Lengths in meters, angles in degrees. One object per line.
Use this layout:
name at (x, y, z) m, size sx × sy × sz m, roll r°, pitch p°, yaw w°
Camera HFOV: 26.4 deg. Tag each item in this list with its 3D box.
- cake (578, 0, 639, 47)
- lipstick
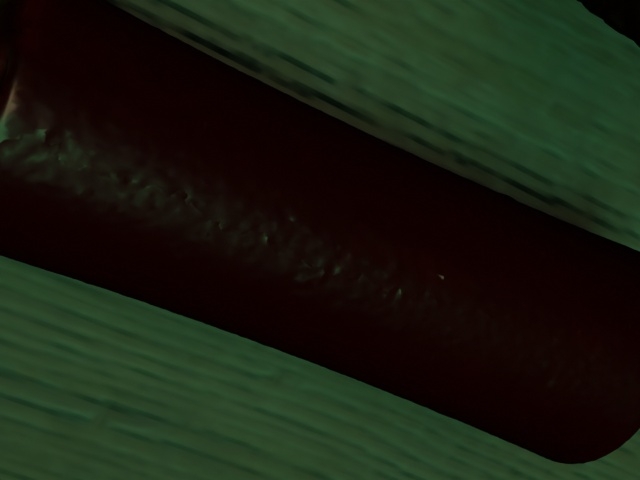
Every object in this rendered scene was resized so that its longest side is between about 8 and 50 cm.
cake at (0.211, -0.147, 0.315) m, size 0.293 × 0.199 × 0.196 m, roll -16°, pitch 117°, yaw -15°
lipstick at (0.000, 0.000, 0.408) m, size 0.241 × 0.080 × 0.080 m, roll 23°, pitch 112°, yaw -28°
